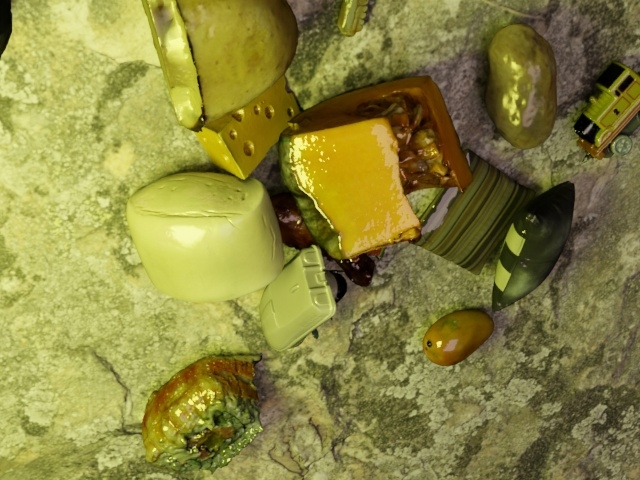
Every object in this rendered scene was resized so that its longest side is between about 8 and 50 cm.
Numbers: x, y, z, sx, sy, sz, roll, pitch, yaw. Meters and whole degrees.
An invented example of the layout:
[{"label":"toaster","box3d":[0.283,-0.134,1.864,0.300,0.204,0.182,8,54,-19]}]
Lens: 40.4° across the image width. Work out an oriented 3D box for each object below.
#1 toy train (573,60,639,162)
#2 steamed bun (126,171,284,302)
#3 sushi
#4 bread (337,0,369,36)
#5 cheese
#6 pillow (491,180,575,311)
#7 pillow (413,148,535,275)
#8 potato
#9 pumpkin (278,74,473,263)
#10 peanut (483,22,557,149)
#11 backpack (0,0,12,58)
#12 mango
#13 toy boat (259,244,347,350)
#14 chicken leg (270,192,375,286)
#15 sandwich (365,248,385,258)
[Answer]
[{"label":"toy train","box3d":[0.557,-0.245,1.646,0.127,0.089,0.219,34,105,-23]},{"label":"steamed bun","box3d":[-0.194,-0.004,1.432,0.250,0.155,0.200,-3,128,11]},{"label":"sushi","box3d":[-0.217,0.334,1.680,0.274,0.139,0.184,-42,128,16]},{"label":"bread","box3d":[0.053,-0.373,1.403,0.049,0.034,0.088,-11,129,-31]},{"label":"cheese","box3d":[-0.109,-0.197,1.430,0.171,0.126,0.093,-39,122,-18]},{"label":"pillow","box3d":[0.418,0.016,1.715,0.186,0.106,0.250,-33,145,-42]},{"label":"pillow","box3d":[0.294,-0.049,1.686,0.212,0.052,0.208,25,104,-33]},{"label":"potato","box3d":[-0.141,-0.315,1.266,0.242,0.242,0.285,-20,122,-8]},{"label":"pumpkin","box3d":[0.084,-0.123,1.428,0.303,0.256,0.226,-38,117,-48]},{"label":"peanut","box3d":[0.351,-0.271,1.528,0.129,0.129,0.224,-12,115,-14]},{"label":"backpack","box3d":[-0.479,-0.291,1.175,0.120,0.165,0.106,5,129,-19]},{"label":"mango","box3d":[0.289,0.197,1.822,0.163,0.089,0.111,-37,138,-7]},{"label":"toy boat","box3d":[-0.032,0.112,1.574,0.140,0.141,0.269,-7,159,-17]},{"label":"chicken leg","box3d":[0.000,0.000,1.585,0.304,0.113,0.093,36,77,-42]},{"label":"sandwich","box3d":[0.083,-0.016,1.643,0.067,0.029,0.135,-39,127,13]}]
